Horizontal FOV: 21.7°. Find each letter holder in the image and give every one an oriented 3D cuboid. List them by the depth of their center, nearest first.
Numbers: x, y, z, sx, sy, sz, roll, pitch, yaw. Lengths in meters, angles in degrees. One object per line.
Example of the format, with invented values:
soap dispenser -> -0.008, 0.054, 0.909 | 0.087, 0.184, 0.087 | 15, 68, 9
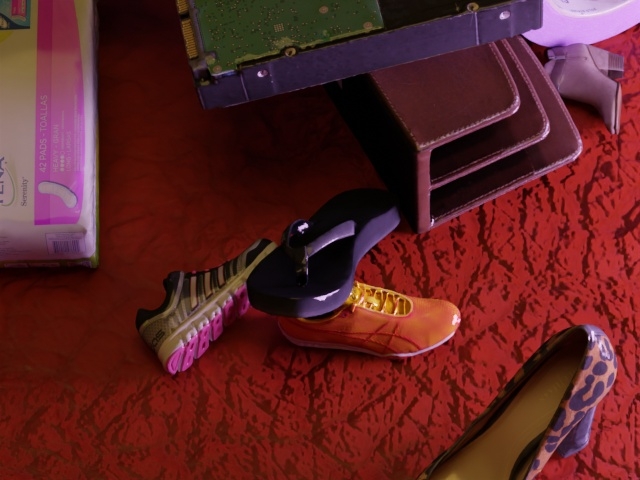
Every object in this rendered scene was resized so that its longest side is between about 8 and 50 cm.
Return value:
letter holder -> 0.121, -0.197, 1.704 | 0.214, 0.152, 0.302 | -24, 60, -11

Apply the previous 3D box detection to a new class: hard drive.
hard drive -> 0.024, -0.269, 1.626 | 0.339, 0.064, 0.237 | -14, 59, -1

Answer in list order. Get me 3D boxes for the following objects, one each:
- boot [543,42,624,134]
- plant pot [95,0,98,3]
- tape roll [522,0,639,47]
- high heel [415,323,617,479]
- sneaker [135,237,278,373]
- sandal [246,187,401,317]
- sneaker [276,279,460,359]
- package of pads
boot -> 0.277, -0.161, 1.777 | 0.087, 0.042, 0.118 | 3, 51, 10
plant pot -> -0.287, -0.432, 1.770 | 0.248, 0.247, 0.252 | 29, 38, -21
tape roll -> 0.294, -0.335, 1.758 | 0.275, 0.275, 0.090 | -20, 56, -15
high heel -> 0.142, 0.175, 1.419 | 0.261, 0.186, 0.093 | -34, 59, -23
sneaker -> -0.111, 0.048, 1.596 | 0.075, 0.063, 0.170 | 37, 65, 18
sandal -> -0.001, 0.000, 1.581 | 0.097, 0.054, 0.254 | 4, 27, 20
sneaker -> 0.046, 0.071, 1.577 | 0.175, 0.067, 0.064 | 0, 51, -2
package of pads -> -0.337, -0.115, 1.664 | 0.229, 0.101, 0.296 | -3, 65, -3
